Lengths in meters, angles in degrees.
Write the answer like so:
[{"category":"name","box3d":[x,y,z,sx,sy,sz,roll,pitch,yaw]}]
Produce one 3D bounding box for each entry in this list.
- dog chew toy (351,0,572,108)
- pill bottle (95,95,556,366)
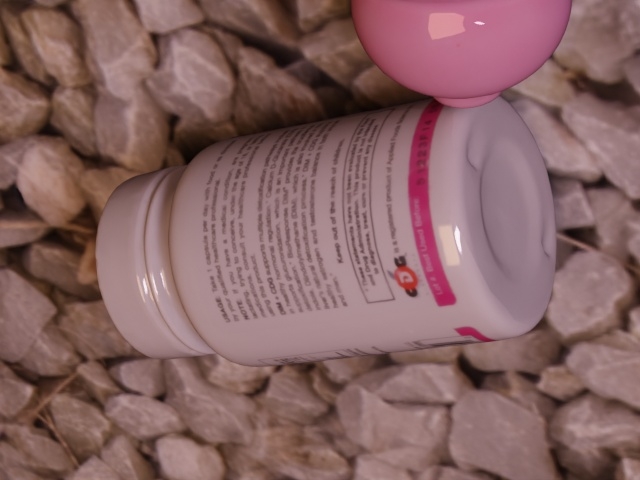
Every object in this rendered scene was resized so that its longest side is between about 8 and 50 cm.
[{"category":"dog chew toy","box3d":[0.071,-0.227,0.896,0.206,0.206,0.332,8,128,22]},{"category":"pill bottle","box3d":[0.000,0.000,1.084,0.283,0.160,0.160,-9,114,30]}]
